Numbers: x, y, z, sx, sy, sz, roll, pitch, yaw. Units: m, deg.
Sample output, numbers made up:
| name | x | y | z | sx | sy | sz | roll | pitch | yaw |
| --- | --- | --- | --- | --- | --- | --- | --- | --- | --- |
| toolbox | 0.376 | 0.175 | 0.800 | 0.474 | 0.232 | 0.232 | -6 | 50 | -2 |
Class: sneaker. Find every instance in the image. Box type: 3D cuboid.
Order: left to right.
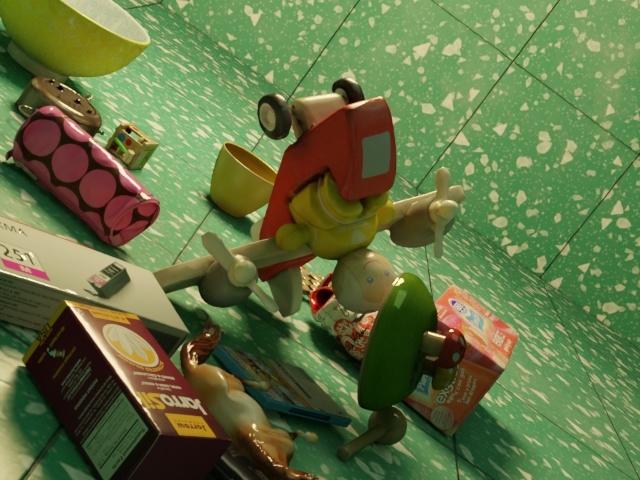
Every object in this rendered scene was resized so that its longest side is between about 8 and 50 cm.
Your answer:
| name | x | y | z | sx | sy | sz | roll | pitch | yaw |
| --- | --- | --- | --- | --- | --- | --- | --- | --- | --- |
| sneaker | 0.067 | 0.095 | 1.788 | 0.145 | 0.090 | 0.270 | 42 | 22 | -5 |

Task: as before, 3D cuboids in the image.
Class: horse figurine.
| name | x | y | z | sx | sy | sz | roll | pitch | yaw |
| --- | --- | --- | --- | --- | --- | --- | --- | --- | --- |
| horse figurine | -0.079 | 0.192 | 1.221 | 0.263 | 0.066 | 0.174 | 45 | 9 | 23 |

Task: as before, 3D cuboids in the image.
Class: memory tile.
| name | x | y | z | sx | sy | sz | roll | pitch | yaw |
| --- | --- | --- | --- | --- | --- | --- | --- | --- | --- |
| memory tile | -0.002 | 0.081 | 1.883 | 0.113 | 0.012 | 0.148 | 31 | 11 | -6 |

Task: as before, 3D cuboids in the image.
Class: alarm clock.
| name | x | y | z | sx | sy | sz | roll | pitch | yaw |
| --- | --- | --- | --- | --- | --- | --- | --- | --- | --- |
| alarm clock | -0.411 | -0.201 | 1.735 | 0.129 | 0.064 | 0.192 | 38 | 16 | 6 |

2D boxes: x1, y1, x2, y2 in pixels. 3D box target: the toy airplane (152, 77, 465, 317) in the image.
| name | x | y | z | sx | sy | sz | roll | pitch | yaw |
| --- | --- | --- | --- | --- | --- | --- | --- | --- | --- |
| toy airplane | 0.000 | 0.000 | 1.527 | 0.272 | 0.386 | 0.384 | 57 | 10 | 26 |

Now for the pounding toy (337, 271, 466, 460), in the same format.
| name | x | y | z | sx | sy | sz | roll | pitch | yaw |
| --- | --- | --- | --- | --- | --- | --- | --- | --- | --- |
| pounding toy | 0.122 | 0.167 | 1.415 | 0.110 | 0.237 | 0.183 | 17 | 7 | 16 |

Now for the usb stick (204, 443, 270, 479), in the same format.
| name | x | y | z | sx | sy | sz | roll | pitch | yaw |
| --- | --- | --- | --- | --- | --- | --- | --- | --- | --- |
| usb stick | -0.035 | 0.275 | 1.074 | 0.278 | 0.045 | 0.077 | 41 | 0 | 16 |

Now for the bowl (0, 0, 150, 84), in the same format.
| name | x | y | z | sx | sy | sz | roll | pitch | yaw |
| --- | --- | --- | --- | --- | --- | --- | --- | --- | --- |
| bowl | -0.461 | -0.369 | 1.964 | 0.289 | 0.156 | 0.289 | 35 | 13 | -9 |

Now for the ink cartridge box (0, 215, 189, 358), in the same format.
| name | x | y | z | sx | sy | sz | roll | pitch | yaw |
| --- | --- | --- | --- | --- | --- | --- | --- | --- | --- |
| ink cartridge box | -0.305 | 0.020 | 1.249 | 0.275 | 0.060 | 0.239 | 24 | 20 | -44 |

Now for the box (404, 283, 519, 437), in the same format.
| name | x | y | z | sx | sy | sz | roll | pitch | yaw |
| --- | --- | --- | --- | --- | --- | --- | --- | --- | --- |
| box | 0.212 | 0.185 | 1.818 | 0.154 | 0.142 | 0.300 | 38 | 13 | 9 |

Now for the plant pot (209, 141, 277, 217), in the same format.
| name | x | y | z | sx | sy | sz | roll | pitch | yaw |
| --- | --- | --- | --- | --- | --- | --- | --- | --- | --- |
| plant pot | -0.141 | -0.097 | 1.983 | 0.134 | 0.095 | 0.134 | 34 | 13 | -9 |

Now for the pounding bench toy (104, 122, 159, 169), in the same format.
| name | x | y | z | sx | sy | sz | roll | pitch | yaw |
| --- | --- | --- | --- | --- | --- | --- | --- | --- | --- |
| pounding bench toy | -0.317 | -0.156 | 1.829 | 0.065 | 0.052 | 0.083 | 38 | 13 | 8 |

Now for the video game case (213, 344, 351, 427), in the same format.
| name | x | y | z | sx | sy | sz | roll | pitch | yaw |
| --- | --- | --- | --- | --- | --- | --- | --- | --- | --- |
| video game case | -0.047 | 0.184 | 1.411 | 0.166 | 0.015 | 0.119 | 24 | 14 | -48 |

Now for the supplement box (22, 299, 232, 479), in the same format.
| name | x | y | z | sx | sy | sz | roll | pitch | yaw |
| --- | --- | --- | --- | --- | --- | --- | --- | --- | --- |
| supplement box | -0.184 | 0.150 | 1.054 | 0.188 | 0.081 | 0.104 | 46 | 16 | 34 |

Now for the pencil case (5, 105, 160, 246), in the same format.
| name | x | y | z | sx | sy | sz | roll | pitch | yaw |
| --- | --- | --- | --- | --- | --- | --- | --- | --- | --- |
| pencil case | -0.318 | -0.081 | 1.496 | 0.209 | 0.098 | 0.095 | 39 | -31 | 12 |
